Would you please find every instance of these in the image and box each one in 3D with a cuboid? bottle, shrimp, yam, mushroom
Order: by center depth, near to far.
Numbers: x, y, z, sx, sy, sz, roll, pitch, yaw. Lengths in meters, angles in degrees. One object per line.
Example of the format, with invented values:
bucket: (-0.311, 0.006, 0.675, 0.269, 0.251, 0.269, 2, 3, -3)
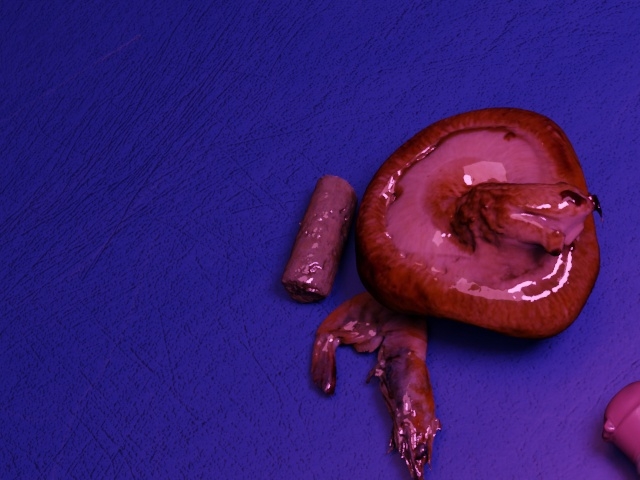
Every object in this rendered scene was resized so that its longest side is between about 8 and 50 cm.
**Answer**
bottle: (0.439, 0.265, 1.351, 0.120, 0.120, 0.253, -41, 59, -5)
mushroom: (0.210, -0.036, 1.501, 0.345, 0.259, 0.345, -7, 60, 13)
shrimp: (0.070, 0.196, 1.551, 0.169, 0.058, 0.296, -16, 55, 17)
yam: (0.000, 0.000, 1.660, 0.078, 0.078, 0.179, 7, 64, 22)
